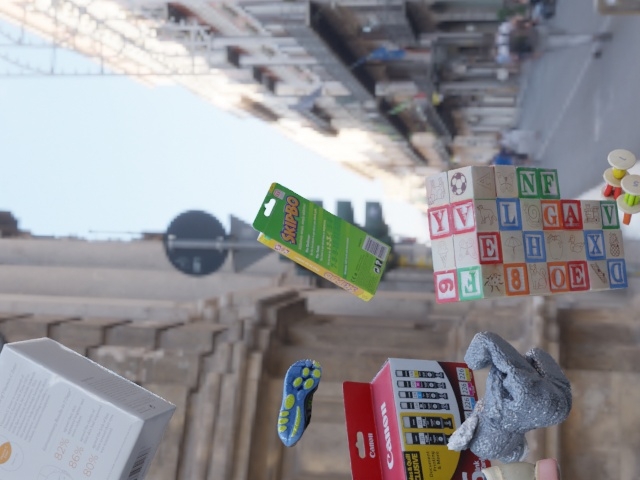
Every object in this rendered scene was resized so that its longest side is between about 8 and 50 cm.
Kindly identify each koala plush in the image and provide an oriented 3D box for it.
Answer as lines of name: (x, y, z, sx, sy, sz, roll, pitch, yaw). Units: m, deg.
koala plush: (0.344, 0.322, 1.896, 0.221, 0.196, 0.203, -59, 29, 19)

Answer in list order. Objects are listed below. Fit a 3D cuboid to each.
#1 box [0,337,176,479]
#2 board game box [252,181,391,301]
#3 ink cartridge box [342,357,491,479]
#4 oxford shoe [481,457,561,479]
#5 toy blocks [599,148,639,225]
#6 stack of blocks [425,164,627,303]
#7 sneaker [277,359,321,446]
box: (-0.260, 0.196, 1.050, 0.130, 0.170, 0.091, -65, -13, 5)
board game box: (0.000, 0.000, 1.879, 0.039, 0.259, 0.124, -46, 17, 50)
ink cartridge box: (0.204, 0.418, 2.170, 0.130, 0.272, 0.309, 119, 150, -52)
oxford shoe: (0.300, 0.507, 1.567, 0.397, 0.146, 0.140, -70, -28, -54)
toy blocks: (0.584, -0.084, 1.972, 0.148, 0.054, 0.123, 85, 174, -50)
stack of blocks: (0.287, -0.009, 1.395, 0.297, 0.087, 0.171, 0, -97, -37)
sneaker: (-0.045, 0.314, 1.976, 0.078, 0.067, 0.188, 97, -173, -55)
